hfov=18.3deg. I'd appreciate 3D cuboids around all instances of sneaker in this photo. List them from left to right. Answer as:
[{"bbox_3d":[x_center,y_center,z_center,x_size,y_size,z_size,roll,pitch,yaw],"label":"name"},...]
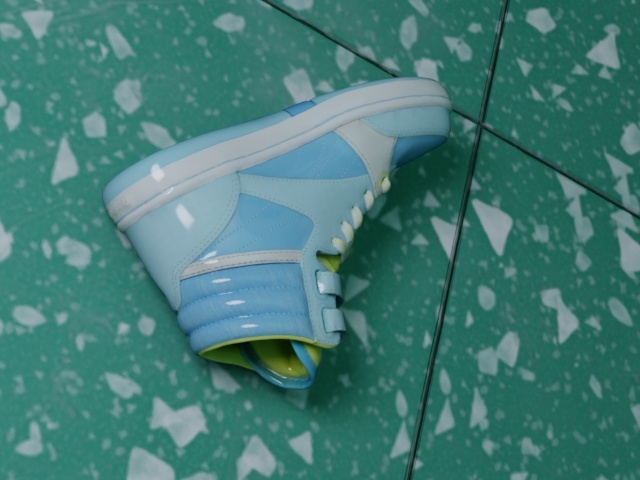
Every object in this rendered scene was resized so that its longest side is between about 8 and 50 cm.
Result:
[{"bbox_3d":[0.000,0.000,1.568,0.319,0.127,0.208,-21,83,-29],"label":"sneaker"}]
